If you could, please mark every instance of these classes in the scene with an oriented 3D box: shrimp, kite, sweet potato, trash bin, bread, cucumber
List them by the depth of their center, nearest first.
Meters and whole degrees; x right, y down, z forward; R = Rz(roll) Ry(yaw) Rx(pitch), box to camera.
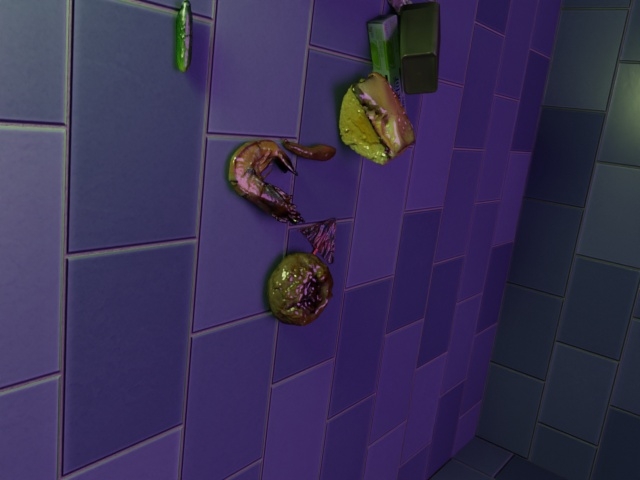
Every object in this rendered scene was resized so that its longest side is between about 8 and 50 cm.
[{"bbox_3d":[-0.285,-0.432,1.203,0.037,0.037,0.155,-14,116,-50],"label":"cucumber"},{"bbox_3d":[-0.125,-0.156,1.499,0.289,0.075,0.178,34,70,-37],"label":"shrimp"},{"bbox_3d":[-0.030,-0.251,1.610,0.214,0.050,0.050,-3,106,-50],"label":"sweet potato"},{"bbox_3d":[-0.051,0.146,1.669,0.230,0.123,0.230,-28,127,-44],"label":"bread"},{"bbox_3d":[0.165,-0.365,1.734,0.204,0.163,0.262,-36,108,-39],"label":"bread"},{"bbox_3d":[0.305,-0.583,1.752,0.164,0.122,0.240,71,22,-54],"label":"trash bin"},{"bbox_3d":[0.000,0.000,1.777,0.189,0.009,0.232,-59,141,-18],"label":"kite"}]

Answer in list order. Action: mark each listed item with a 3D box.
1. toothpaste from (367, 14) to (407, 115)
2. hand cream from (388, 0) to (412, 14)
[{"bbox_3d":[0.214,-0.531,1.811,0.081,0.067,0.336,-40,132,-34],"label":"toothpaste"},{"bbox_3d":[0.248,-0.755,1.783,0.257,0.050,0.084,31,76,-46],"label":"hand cream"}]
